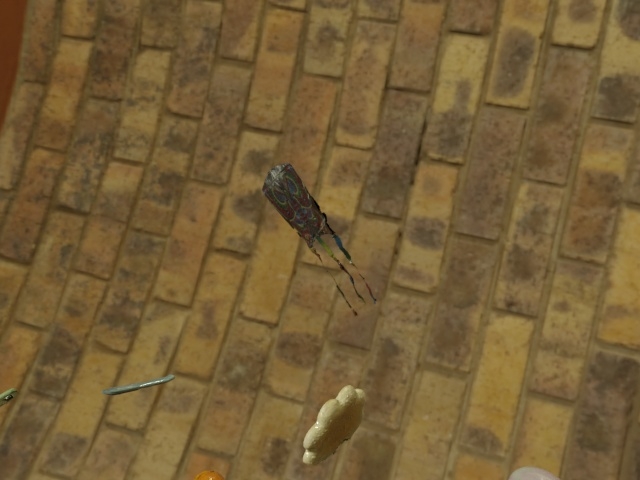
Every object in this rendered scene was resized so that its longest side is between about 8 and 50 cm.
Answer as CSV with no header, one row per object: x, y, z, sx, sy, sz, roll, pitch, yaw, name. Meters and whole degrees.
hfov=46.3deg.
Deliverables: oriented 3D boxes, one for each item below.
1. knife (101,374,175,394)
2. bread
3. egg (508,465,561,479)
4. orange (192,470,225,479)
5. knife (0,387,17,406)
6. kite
-0.506,0.405,2.093,0.210,0.028,0.015,-8,-56,-35,knife
0.043,0.476,1.957,0.251,0.039,0.182,-28,-45,-45,bread
0.409,0.480,1.387,0.103,0.135,0.103,-35,-35,-28,egg
-0.219,0.492,1.462,0.083,0.083,0.083,12,-90,-75,orange
-0.630,0.325,1.284,0.043,0.020,0.293,-58,-11,28,knife
0.000,0.000,1.238,0.015,0.285,0.152,-34,1,-25,kite
